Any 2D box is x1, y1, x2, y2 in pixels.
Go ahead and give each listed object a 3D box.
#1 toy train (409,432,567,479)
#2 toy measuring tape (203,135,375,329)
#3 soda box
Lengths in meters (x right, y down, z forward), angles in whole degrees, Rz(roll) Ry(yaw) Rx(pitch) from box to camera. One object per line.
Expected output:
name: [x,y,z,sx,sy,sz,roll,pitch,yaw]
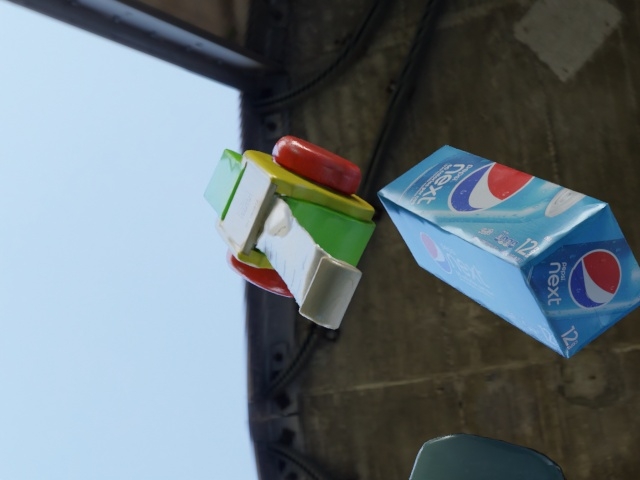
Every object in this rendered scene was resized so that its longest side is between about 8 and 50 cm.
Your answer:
toy train: [0.125,0.272,0.742,0.142,0.334,0.190,9,-119,29]
toy measuring tape: [0.000,0.000,0.747,0.121,0.121,0.330,-66,-158,8]
soda box: [0.118,-0.001,0.705,0.067,0.071,0.210,-36,-157,-9]
